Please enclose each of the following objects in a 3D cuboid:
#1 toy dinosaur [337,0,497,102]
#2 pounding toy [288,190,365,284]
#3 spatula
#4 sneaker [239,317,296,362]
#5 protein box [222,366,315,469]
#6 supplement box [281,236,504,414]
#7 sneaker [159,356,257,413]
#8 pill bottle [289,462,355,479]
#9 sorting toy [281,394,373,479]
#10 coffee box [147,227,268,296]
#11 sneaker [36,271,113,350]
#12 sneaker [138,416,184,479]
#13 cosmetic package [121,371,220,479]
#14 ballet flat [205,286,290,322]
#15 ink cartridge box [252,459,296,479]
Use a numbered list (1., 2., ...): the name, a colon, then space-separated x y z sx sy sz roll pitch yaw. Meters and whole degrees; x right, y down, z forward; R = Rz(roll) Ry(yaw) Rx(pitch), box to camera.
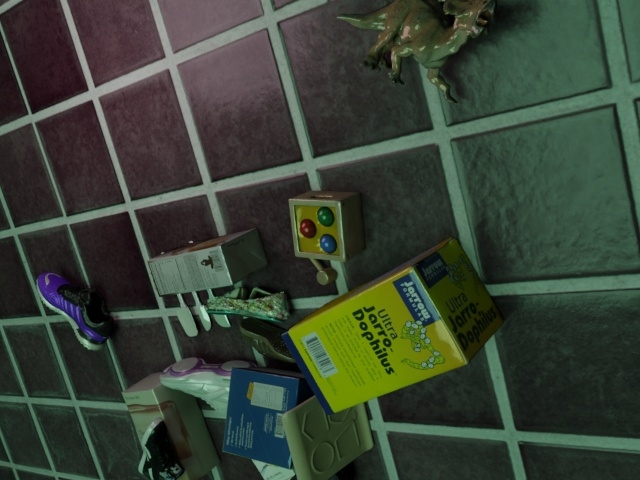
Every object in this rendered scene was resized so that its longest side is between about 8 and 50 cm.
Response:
1. toy dinosaur: 0.174 -0.366 1.090 0.296 0.127 0.200 39 118 32
2. pounding toy: -0.007 0.005 1.362 0.181 0.094 0.205 5 109 34
3. spatula: -0.338 0.130 1.688 0.168 0.019 0.241 -17 97 39
4. sneaker: -0.115 0.251 1.560 0.188 0.066 0.071 28 139 28
5. protein box: -0.101 0.406 1.506 0.201 0.136 0.199 1 82 35
6. supplement box: 0.134 0.172 1.261 0.357 0.194 0.195 -32 87 38
7. sneaker: -0.292 0.389 1.679 0.305 0.114 0.152 -1 108 29
8. pill bottle: -0.013 0.586 1.500 0.123 0.219 0.122 12 113 31
9. sorting toy: 0.016 0.425 1.438 0.038 0.208 0.192 2 109 54
10. coffee box: -0.269 0.053 1.528 0.247 0.141 0.098 -11 101 35
11. sneaker: -0.720 0.178 1.929 0.293 0.102 0.146 44 122 8
12. sneaker: -0.408 0.568 1.708 0.121 0.079 0.216 29 126 16
13. cosmetic package: -0.422 0.529 1.822 0.153 0.129 0.296 -16 97 37
14. ballet flat: -0.172 0.151 1.554 0.241 0.091 0.077 2 78 30
15. ink cartridge box: -0.100 0.569 1.651 0.115 0.067 0.198 -39 82 37
